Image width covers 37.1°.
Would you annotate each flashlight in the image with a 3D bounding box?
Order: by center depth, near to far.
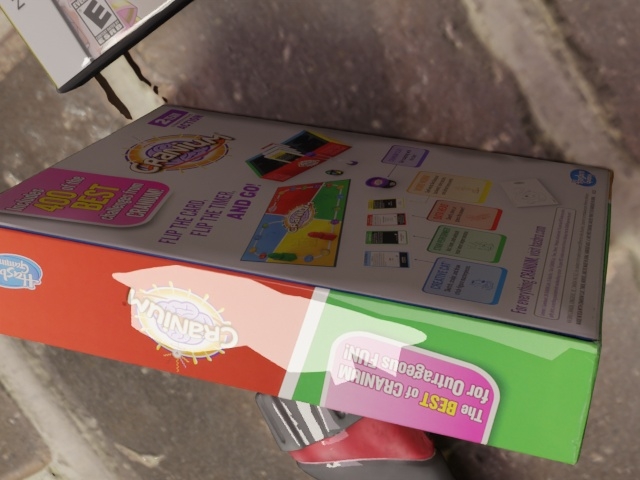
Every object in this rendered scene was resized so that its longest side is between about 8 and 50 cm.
[{"bbox_3d":[0.066,0.212,0.674,0.103,0.103,0.304,-24,96,52],"label":"flashlight"}]

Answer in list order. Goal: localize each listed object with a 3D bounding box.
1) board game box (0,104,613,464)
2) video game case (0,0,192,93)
[{"bbox_3d":[0.000,0.000,0.548,0.316,0.242,0.064,10,114,15],"label":"board game box"},{"bbox_3d":[-0.140,-0.267,0.599,0.274,0.035,0.248,-30,100,26],"label":"video game case"}]
